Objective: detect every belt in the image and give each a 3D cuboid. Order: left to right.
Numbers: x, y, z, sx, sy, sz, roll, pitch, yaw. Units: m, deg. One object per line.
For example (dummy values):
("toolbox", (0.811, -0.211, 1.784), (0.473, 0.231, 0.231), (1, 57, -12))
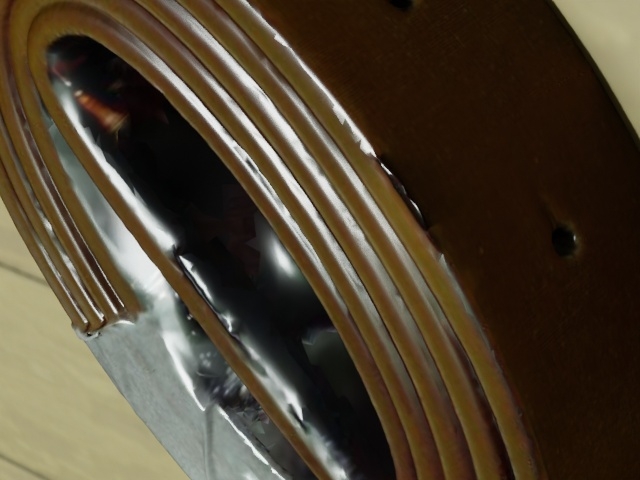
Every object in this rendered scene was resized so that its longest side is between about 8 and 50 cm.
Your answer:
("belt", (0.000, 0.000, 0.720), (0.217, 0.122, 0.339), (-29, 96, 50))
